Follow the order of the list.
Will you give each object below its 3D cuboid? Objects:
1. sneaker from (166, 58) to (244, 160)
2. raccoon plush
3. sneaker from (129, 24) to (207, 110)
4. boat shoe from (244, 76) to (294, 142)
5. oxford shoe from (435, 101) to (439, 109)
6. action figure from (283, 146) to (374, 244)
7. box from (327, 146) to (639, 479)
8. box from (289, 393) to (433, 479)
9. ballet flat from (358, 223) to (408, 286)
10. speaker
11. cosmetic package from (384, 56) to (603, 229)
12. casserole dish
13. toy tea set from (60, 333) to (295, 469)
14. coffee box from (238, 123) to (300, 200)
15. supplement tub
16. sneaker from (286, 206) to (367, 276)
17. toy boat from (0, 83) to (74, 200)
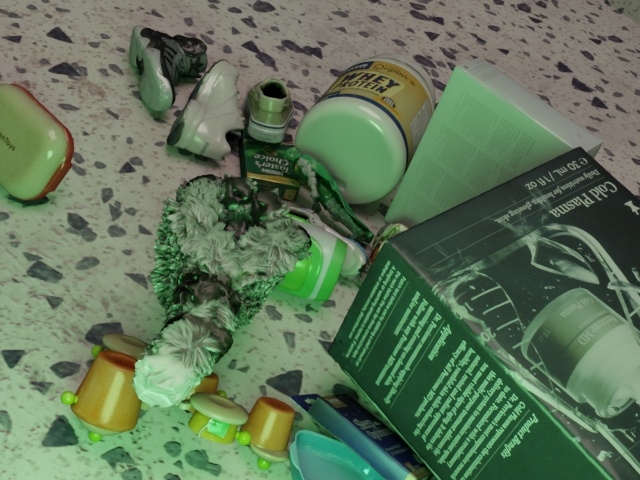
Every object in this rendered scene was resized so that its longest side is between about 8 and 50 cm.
[{"bbox_3d":[-0.212,-0.257,2.118,0.129,0.111,0.297,30,42,-11],"label":"sneaker"},{"bbox_3d":[-0.202,0.100,1.554,0.216,0.299,0.446,36,50,5],"label":"raccoon plush"},{"bbox_3d":[-0.302,-0.360,2.175,0.153,0.101,0.268,0,40,-24],"label":"sneaker"},{"bbox_3d":[-0.096,-0.286,2.154,0.109,0.094,0.302,14,22,-10],"label":"boat shoe"},{"bbox_3d":[0.302,-0.177,2.290,0.130,0.123,0.348,34,27,-32],"label":"oxford shoe"},{"bbox_3d":[0.007,-0.089,1.982,0.063,0.137,0.232,-36,72,-8],"label":"action figure"},{"bbox_3d":[0.360,0.168,1.581,0.480,0.297,0.472,-25,63,-37],"label":"box"},{"bbox_3d":[0.065,0.290,1.570,0.225,0.036,0.136,36,6,19],"label":"box"},{"bbox_3d":[0.131,0.015,1.961,0.077,0.079,0.221,28,37,5],"label":"ballet flat"},{"bbox_3d":[-0.110,0.005,1.806,0.297,0.131,0.131,20,37,-4],"label":"speaker"},{"bbox_3d":[0.311,-0.106,1.957,0.284,0.377,0.097,41,41,22],"label":"cosmetic package"},{"bbox_3d":[0.024,0.341,1.502,0.188,0.037,0.114,26,30,-29],"label":"casserole dish"},{"bbox_3d":[-0.202,0.254,1.495,0.336,0.124,0.200,23,7,5],"label":"toy tea set"},{"bbox_3d":[-0.103,-0.157,2.081,0.113,0.040,0.184,11,38,-16],"label":"coffee box"},{"bbox_3d":[0.103,-0.238,2.134,0.228,0.228,0.316,27,37,6],"label":"supplement tub"},{"bbox_3d":[0.000,0.000,1.897,0.191,0.071,0.083,35,2,26],"label":"sneaker"},{"bbox_3d":[-0.508,-0.170,1.831,0.231,0.151,0.151,42,10,22],"label":"toy boat"}]
